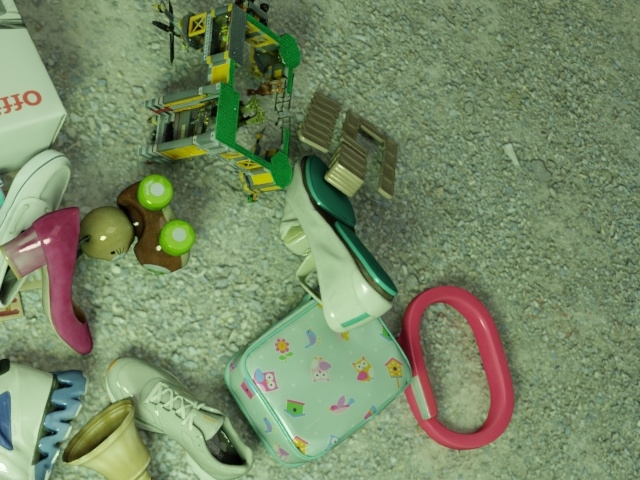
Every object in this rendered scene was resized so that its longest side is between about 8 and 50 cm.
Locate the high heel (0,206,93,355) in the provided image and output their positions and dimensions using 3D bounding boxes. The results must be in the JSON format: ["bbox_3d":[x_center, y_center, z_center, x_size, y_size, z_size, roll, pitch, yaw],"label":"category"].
[{"bbox_3d":[-0.347,0.061,1.367,0.117,0.082,0.244,-31,128,-11],"label":"high heel"}]

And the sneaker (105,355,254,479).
[{"bbox_3d":[-0.197,0.256,1.425,0.262,0.121,0.099,41,58,-9],"label":"sneaker"}]

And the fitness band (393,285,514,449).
[{"bbox_3d":[0.237,0.224,1.713,0.209,0.054,0.291,-6,76,-32],"label":"fitness band"}]

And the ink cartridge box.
[{"bbox_3d":[-0.582,-0.279,1.382,0.285,0.166,0.395,-23,83,-32],"label":"ink cartridge box"}]

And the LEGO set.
[{"bbox_3d":[-0.176,-0.229,1.609,0.255,0.192,0.331,14,73,-55],"label":"LEGO set"}]

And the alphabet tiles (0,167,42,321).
[{"bbox_3d":[-0.516,0.010,1.410,0.198,0.009,0.237,-9,76,-31],"label":"alphabet tiles"}]

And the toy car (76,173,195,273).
[{"bbox_3d":[-0.304,0.003,1.449,0.188,0.155,0.149,-24,85,-23],"label":"toy car"}]

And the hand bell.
[{"bbox_3d":[-0.245,0.359,1.390,0.126,0.126,0.242,-46,109,-32],"label":"hand bell"}]

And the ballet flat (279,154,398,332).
[{"bbox_3d":[0.000,0.000,1.573,0.139,0.139,0.400,9,32,-25],"label":"ballet flat"}]

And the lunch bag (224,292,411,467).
[{"bbox_3d":[-0.003,0.208,1.553,0.279,0.108,0.224,-32,83,-35],"label":"lunch bag"}]

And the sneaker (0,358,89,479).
[{"bbox_3d":[-0.449,0.290,1.289,0.182,0.127,0.315,24,56,-15],"label":"sneaker"}]

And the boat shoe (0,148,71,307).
[{"bbox_3d":[-0.418,-0.014,1.399,0.084,0.095,0.258,16,69,21],"label":"boat shoe"}]

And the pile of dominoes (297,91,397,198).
[{"bbox_3d":[0.044,-0.163,1.707,0.196,0.040,0.251,35,26,-11],"label":"pile of dominoes"}]

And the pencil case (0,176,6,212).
[{"bbox_3d":[-0.523,-0.041,1.380,0.152,0.064,0.070,-31,64,-32],"label":"pencil case"}]
